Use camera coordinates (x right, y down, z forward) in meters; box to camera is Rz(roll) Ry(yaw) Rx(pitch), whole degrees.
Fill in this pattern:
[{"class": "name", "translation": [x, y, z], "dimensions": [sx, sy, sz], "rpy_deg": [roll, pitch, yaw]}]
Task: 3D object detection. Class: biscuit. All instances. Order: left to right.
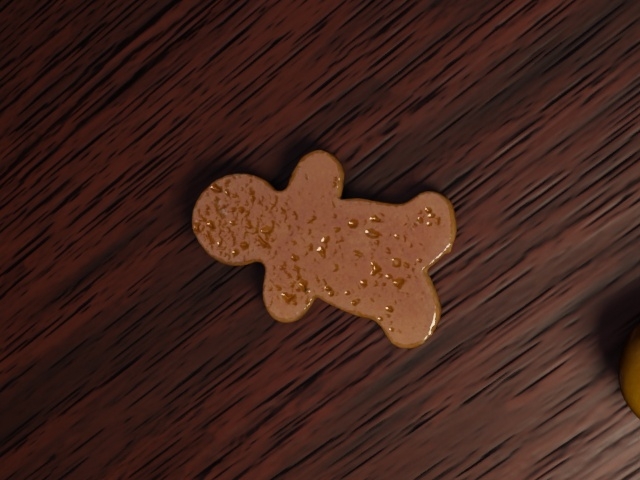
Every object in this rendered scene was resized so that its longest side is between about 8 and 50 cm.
[{"class": "biscuit", "translation": [0.000, 0.000, 0.904], "dimensions": [0.250, 0.036, 0.165], "rpy_deg": [13, 92, 11]}]

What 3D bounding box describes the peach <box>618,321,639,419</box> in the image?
[{"class": "peach", "translation": [0.316, 0.110, 0.774], "dimensions": [0.138, 0.138, 0.138], "rpy_deg": [0, 89, 15]}]
